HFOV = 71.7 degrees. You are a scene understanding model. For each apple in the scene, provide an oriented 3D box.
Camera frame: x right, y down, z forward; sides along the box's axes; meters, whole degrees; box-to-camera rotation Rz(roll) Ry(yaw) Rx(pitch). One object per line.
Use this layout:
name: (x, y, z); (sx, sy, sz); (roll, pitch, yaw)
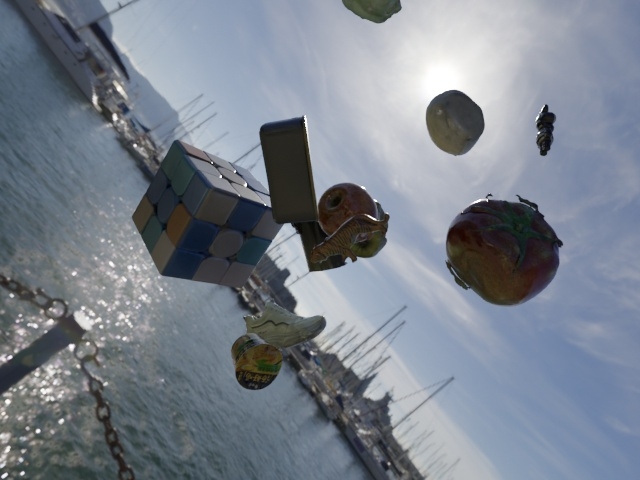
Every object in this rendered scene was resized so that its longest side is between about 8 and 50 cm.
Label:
apple: (0.179, -0.059, 1.974); (0.279, 0.279, 0.279); (51, -9, 11)
apple: (0.093, -0.098, 1.565); (0.211, 0.211, 0.188); (45, 2, 40)

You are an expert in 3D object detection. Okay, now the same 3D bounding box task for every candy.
candy: (0.585, -0.519, 1.977); (0.296, 0.295, 0.185); (53, -16, -5)

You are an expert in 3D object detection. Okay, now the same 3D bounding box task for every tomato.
tomato: (0.490, 0.032, 1.226); (0.303, 0.303, 0.239); (49, -35, 24)

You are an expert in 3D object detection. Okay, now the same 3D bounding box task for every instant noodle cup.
instant noodle cup: (-0.208, 0.364, 1.368); (0.122, 0.151, 0.152); (28, -26, 57)

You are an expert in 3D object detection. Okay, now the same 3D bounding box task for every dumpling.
dumpling: (0.140, -0.725, 1.250); (0.104, 0.149, 0.217); (17, -45, 64)

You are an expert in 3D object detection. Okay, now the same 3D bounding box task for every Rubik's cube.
Rubik's cube: (-0.385, -0.083, 1.542); (0.346, 0.347, 0.344); (15, 24, -48)

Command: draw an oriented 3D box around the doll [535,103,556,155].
doll: (0.872, -0.428, 1.720); (0.067, 0.220, 0.091); (6, -26, 9)

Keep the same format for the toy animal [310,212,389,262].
toy animal: (0.077, -0.002, 1.172); (0.099, 0.241, 0.057); (40, 21, -24)

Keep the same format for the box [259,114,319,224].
box: (-0.059, -0.138, 0.871); (0.144, 0.090, 0.201); (-98, -179, -72)

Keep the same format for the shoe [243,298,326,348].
shoe: (-0.153, 0.328, 1.769); (0.132, 0.341, 0.211); (36, 33, -73)

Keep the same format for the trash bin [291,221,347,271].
trash bin: (0.000, 0.000, 2.224); (0.203, 0.251, 0.302); (-8, -84, 66)
